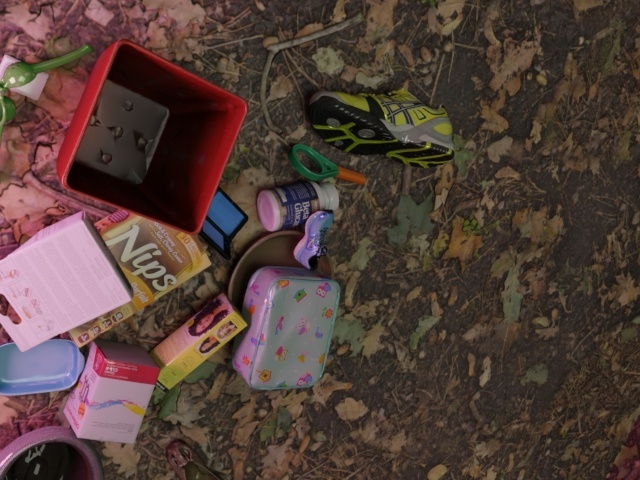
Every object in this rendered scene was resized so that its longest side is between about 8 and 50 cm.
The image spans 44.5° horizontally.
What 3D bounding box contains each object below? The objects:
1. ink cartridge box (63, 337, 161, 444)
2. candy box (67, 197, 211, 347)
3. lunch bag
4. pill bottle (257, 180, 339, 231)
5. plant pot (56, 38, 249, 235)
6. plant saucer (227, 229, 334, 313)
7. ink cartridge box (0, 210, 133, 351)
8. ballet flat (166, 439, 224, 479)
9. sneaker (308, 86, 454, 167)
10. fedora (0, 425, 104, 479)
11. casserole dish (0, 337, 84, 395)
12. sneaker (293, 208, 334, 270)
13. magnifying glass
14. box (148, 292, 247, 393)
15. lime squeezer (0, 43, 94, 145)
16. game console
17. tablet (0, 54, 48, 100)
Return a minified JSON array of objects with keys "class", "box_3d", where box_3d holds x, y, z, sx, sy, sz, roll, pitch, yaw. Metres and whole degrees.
[{"class":"ink cartridge box","box_3d":[-0.433,0.311,1.621,0.127,0.128,0.176,17,96,-34]},{"class":"candy box","box_3d":[-0.402,0.049,1.578,0.316,0.087,0.183,-33,119,-18]},{"class":"lunch bag","box_3d":[-0.073,0.200,1.771,0.224,0.108,0.279,3,106,-38]},{"class":"pill bottle","box_3d":[-0.048,-0.082,1.749,0.169,0.094,0.094,-15,113,-27]},{"class":"plant pot","box_3d":[-0.338,-0.192,1.441,0.267,0.235,0.267,22,88,-36]},{"class":"plant saucer","box_3d":[-0.095,0.105,1.816,0.277,0.041,0.278,-10,110,-29]},{"class":"ink cartridge box","box_3d":[-0.498,0.077,1.462,0.232,0.066,0.189,-24,116,2]},{"class":"ballet flat","box_3d":[-0.280,0.564,1.842,0.084,0.058,0.250,-37,121,-15]},{"class":"sneaker","box_3d":[0.138,-0.279,1.798,0.384,0.145,0.147,14,67,-32]},{"class":"fedora","box_3d":[-0.574,0.502,1.599,0.243,0.124,0.275,-4,100,-33]},{"class":"casserole dish","box_3d":[-0.572,0.247,1.566,0.188,0.037,0.114,-1,106,-28]},{"class":"sneaker","box_3d":[0.000,0.000,1.740,0.063,0.073,0.162,-8,135,-36]},{"class":"magnifying glass","box_3d":[0.018,-0.164,1.780,0.231,0.092,0.026,14,133,-45]},{"class":"box","box_3d":[-0.274,0.220,1.693,0.232,0.087,0.058,-41,125,-3]},{"class":"lime squeezer","box_3d":[-0.544,-0.252,1.416,0.310,0.059,0.110,-56,155,-1]},{"class":"game console","box_3d":[-0.212,-0.038,1.679,0.071,0.107,0.122,-33,124,15]},{"class":"tablet","box_3d":[-0.545,-0.296,1.426,0.083,0.006,0.054,23,93,-35]}]
